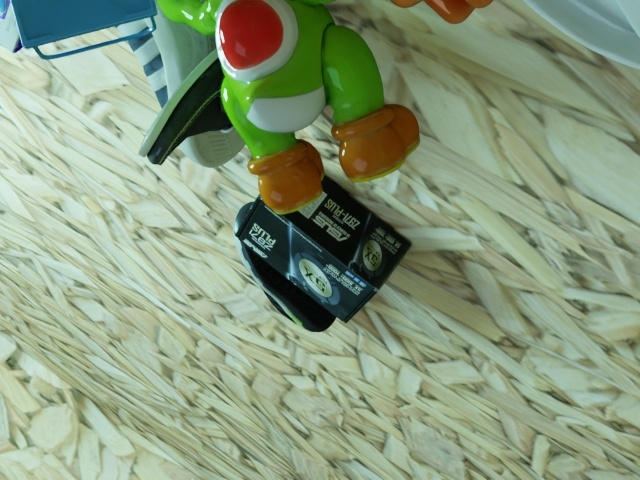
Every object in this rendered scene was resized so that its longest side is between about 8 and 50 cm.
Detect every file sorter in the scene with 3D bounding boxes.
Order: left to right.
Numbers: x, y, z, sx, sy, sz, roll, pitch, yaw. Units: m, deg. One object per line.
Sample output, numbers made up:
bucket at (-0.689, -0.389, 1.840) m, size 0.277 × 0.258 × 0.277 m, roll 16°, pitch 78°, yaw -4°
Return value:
file sorter at (-0.220, -0.258, 1.213) m, size 0.104 × 0.118 × 0.170 m, roll 129°, pitch 126°, yaw -85°

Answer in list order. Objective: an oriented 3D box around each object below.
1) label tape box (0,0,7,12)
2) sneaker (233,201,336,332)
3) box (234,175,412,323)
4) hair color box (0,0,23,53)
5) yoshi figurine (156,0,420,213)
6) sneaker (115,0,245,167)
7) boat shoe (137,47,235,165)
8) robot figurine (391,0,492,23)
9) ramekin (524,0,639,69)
label tape box at (-0.424, -0.403, 1.307) m, size 0.249 × 0.115 × 0.348 m, roll 23°, pitch 121°, yaw 35°
sneaker at (-0.065, 0.041, 1.800) m, size 0.097 × 0.084 × 0.235 m, roll 14°, pitch 146°, yaw 46°
box at (0.000, 0.000, 1.645) m, size 0.180 × 0.077 × 0.147 m, roll 38°, pitch 157°, yaw 0°
hair color box at (-0.431, -0.385, 1.539) m, size 0.339 × 0.110 × 0.185 m, roll 43°, pitch 156°, yaw -5°
yoshi figurine at (-0.051, -0.221, 1.204) m, size 0.203 × 0.203 × 0.362 m, roll 10°, pitch 131°, yaw 60°
sneaker at (-0.163, -0.230, 1.430) m, size 0.148 × 0.131 × 0.350 m, roll 29°, pitch 149°, yaw 34°
boat shoe at (-0.090, -0.144, 1.329) m, size 0.079 × 0.233 × 0.084 m, roll 42°, pitch 143°, yaw 0°
robot figurine at (0.058, -0.268, 1.037) m, size 0.219 × 0.128 × 0.158 m, roll 43°, pitch -162°, yaw -9°
ramekin at (0.223, -0.239, 0.853) m, size 0.272 × 0.127 × 0.273 m, roll 30°, pitch 155°, yaw 16°
